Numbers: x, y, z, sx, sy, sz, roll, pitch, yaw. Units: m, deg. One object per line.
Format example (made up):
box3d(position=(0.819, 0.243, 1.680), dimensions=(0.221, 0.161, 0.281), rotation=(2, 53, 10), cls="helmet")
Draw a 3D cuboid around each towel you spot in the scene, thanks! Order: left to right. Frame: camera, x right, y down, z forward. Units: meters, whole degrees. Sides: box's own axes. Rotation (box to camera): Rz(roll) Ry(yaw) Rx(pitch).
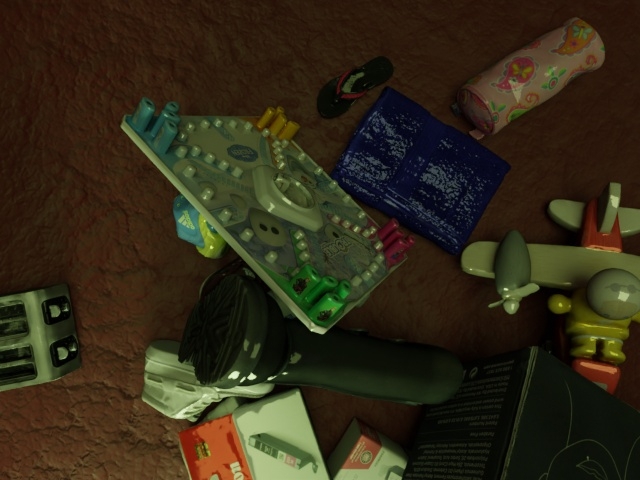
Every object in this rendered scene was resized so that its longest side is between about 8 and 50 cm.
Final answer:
box3d(position=(0.199, -0.137, 0.998), dimensions=(0.308, 0.076, 0.228), rotation=(31, 88, -5), cls="towel")

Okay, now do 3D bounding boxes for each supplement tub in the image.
box3d(position=(-0.053, 0.110, 0.978), dimensions=(0.107, 0.071, 0.071), rotation=(-32, 93, -4), cls="supplement tub")

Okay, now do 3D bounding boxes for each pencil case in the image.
box3d(position=(0.408, -0.317, 1.000), dimensions=(0.284, 0.124, 0.124), rotation=(-33, 93, -4), cls="pencil case")

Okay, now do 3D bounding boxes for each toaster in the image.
box3d(position=(-0.546, 0.172, 0.911), dimensions=(0.185, 0.110, 0.168), rotation=(-9, 90, -5), cls="toaster")

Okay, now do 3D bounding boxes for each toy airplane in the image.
box3d(position=(0.517, 0.076, 0.929), dimensions=(0.386, 0.272, 0.384), rotation=(-36, 76, 8), cls="toy airplane")

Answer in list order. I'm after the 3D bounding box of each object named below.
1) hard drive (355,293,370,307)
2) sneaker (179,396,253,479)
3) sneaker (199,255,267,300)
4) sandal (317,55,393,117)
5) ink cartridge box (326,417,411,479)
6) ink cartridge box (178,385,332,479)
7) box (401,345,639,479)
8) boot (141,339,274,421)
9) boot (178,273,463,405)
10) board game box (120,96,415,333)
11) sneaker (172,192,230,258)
box3d(position=(0.000, 0.000, 0.923), dimensions=(0.254, 0.054, 0.172), rotation=(29, 57, -24), cls="hard drive")
box3d(position=(-0.141, 0.454, 0.961), dimensions=(0.169, 0.108, 0.292), rotation=(-37, 84, -3), cls="sneaker")
box3d(position=(-0.103, 0.047, 0.926), dimensions=(0.281, 0.162, 0.106), rotation=(-40, 94, -4), cls="sneaker")
box3d(position=(0.067, -0.309, 1.001), dimensions=(0.179, 0.040, 0.067), rotation=(-35, 94, -4), cls="sandal")
box3d(position=(0.121, 0.479, 0.988), dimensions=(0.218, 0.092, 0.158), rotation=(33, 87, -7), cls="ink cartridge box")
box3d(position=(-0.103, 0.426, 0.883), dimensions=(0.239, 0.060, 0.275), rotation=(-19, 81, -4), cls="ink cartridge box")
box3d(position=(0.384, 0.514, 0.825), dimensions=(0.480, 0.297, 0.472), rotation=(33, 59, -6), cls="box")
box3d(position=(-0.211, 0.275, 0.940), dimensions=(0.258, 0.095, 0.123), rotation=(12, 97, 17), cls="boot")
box3d(position=(0.034, 0.189, 0.791), dimensions=(0.445, 0.367, 0.146), rotation=(20, 77, -19), cls="boot")
box3d(position=(-0.042, -0.077, 0.796), dimensions=(0.390, 0.390, 0.050), rotation=(46, 116, 9), cls="board game box")
box3d(position=(-0.207, -0.085, 0.931), dimensions=(0.126, 0.091, 0.240), rotation=(20, 108, 3), cls="sneaker")
